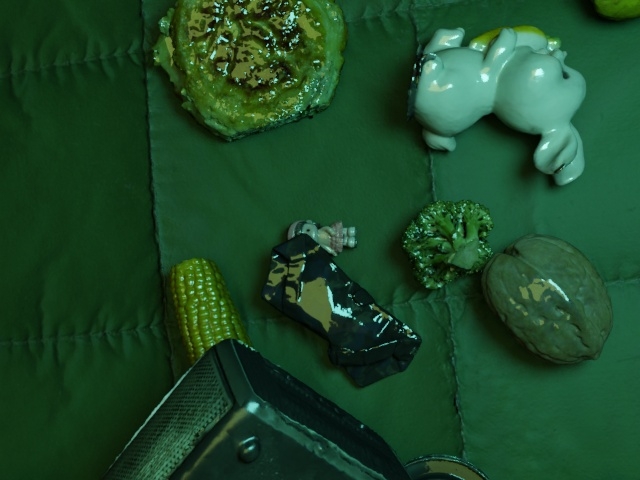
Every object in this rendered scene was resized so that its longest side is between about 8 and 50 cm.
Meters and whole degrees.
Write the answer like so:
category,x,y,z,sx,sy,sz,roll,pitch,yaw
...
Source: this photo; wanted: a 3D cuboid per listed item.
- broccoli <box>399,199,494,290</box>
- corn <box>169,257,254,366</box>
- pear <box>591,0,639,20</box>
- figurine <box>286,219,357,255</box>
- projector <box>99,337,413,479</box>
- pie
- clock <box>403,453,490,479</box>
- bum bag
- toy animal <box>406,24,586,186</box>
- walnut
category,x,y,z,sx,sy,sz,roll,pitch,yaw
broccoli,0.214,0.002,1.303,0.162,0.138,0.146,-32,114,-7
corn,-0.171,0.198,1.357,0.120,0.120,0.363,-24,79,7
pear,0.505,-0.437,1.278,0.162,0.149,0.149,-34,81,8
figurine,0.000,0.000,1.378,0.129,0.054,0.072,0,100,2
projector,-0.107,0.419,1.187,0.395,0.242,0.405,39,93,-23
pie,-0.125,-0.336,1.397,0.354,0.103,0.288,-15,89,6
clock,0.199,0.471,1.310,0.226,0.049,0.226,-1,85,10
bum bag,0.027,0.124,1.344,0.310,0.074,0.137,43,91,1
toy animal,0.299,-0.234,1.285,0.310,0.183,0.247,12,93,5
walnut,0.369,0.097,1.255,0.178,0.178,0.230,-38,87,5
